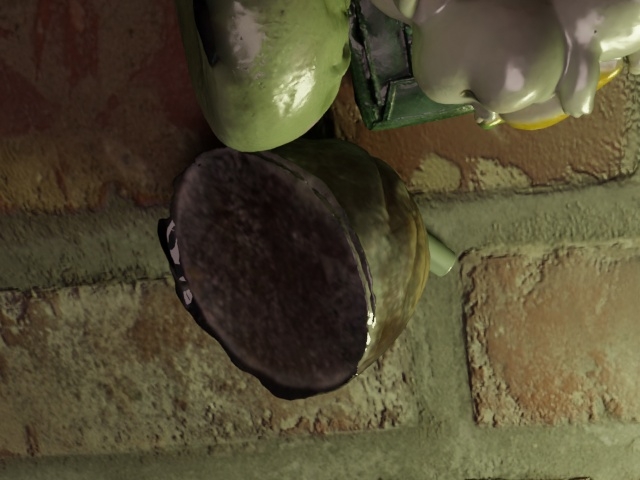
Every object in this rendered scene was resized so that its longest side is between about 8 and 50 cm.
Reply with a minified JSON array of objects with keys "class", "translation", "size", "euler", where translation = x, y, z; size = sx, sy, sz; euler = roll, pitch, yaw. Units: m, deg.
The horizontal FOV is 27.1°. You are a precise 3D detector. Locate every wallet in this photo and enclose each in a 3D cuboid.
[{"class":"wallet","translation":[0.098,-0.231,1.386],"size":[0.160,0.055,0.236],"euler":[-9,125,8]}]

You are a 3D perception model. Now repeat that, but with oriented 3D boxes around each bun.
[{"class":"bun","translation":[-0.046,-0.230,1.276],"size":[0.179,0.283,0.283],"euler":[-13,129,-8]}]

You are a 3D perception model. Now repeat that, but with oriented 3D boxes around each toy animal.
[{"class":"toy animal","translation":[0.204,-0.219,1.279],"size":[0.310,0.183,0.247],"euler":[-15,117,6]}]

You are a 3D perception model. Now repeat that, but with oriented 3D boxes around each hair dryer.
[{"class":"hair dryer","translation":[0.101,0.036,1.619],"size":[0.063,0.038,0.124],"euler":[34,129,-22]}]

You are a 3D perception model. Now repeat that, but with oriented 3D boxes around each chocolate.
[{"class":"chocolate","translation":[0.000,0.000,1.482],"size":[0.303,0.213,0.303],"euler":[20,123,34]}]
